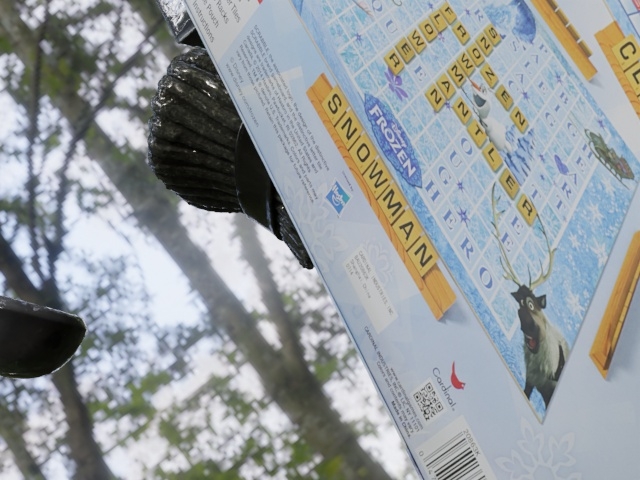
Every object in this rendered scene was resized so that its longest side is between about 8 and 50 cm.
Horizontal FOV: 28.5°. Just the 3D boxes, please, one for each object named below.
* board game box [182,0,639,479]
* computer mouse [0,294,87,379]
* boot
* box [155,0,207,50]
[{"bbox_3d":[0.102,-0.073,0.473,0.066,0.319,0.318,-9,-26,-42],"label":"board game box"},{"bbox_3d":[-0.309,0.089,1.199,0.188,0.272,0.072,19,-98,-29],"label":"computer mouse"},{"bbox_3d":[0.001,-0.003,1.087,0.131,0.260,0.348,-59,-27,-43],"label":"boot"},{"bbox_3d":[-0.144,-0.491,1.960,0.212,0.395,0.293,-37,-21,24],"label":"box"}]
